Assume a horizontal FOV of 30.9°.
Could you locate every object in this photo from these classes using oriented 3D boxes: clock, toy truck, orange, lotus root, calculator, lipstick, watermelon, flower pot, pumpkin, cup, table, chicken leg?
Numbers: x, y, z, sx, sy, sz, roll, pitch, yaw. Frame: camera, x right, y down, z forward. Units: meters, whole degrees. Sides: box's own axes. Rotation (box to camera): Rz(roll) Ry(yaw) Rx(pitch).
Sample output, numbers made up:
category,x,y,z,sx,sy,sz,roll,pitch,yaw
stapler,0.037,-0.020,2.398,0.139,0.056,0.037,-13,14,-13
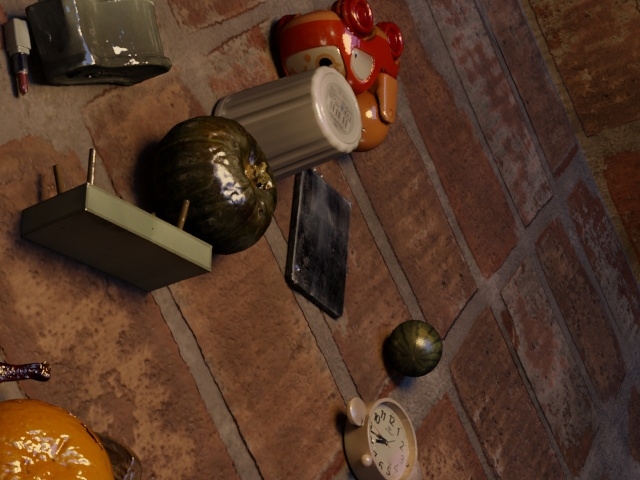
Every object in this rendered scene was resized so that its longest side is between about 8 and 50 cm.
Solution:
category,x,y,z,sx,sy,sz,roll,pitch,yaw
clock,0.102,0.354,2.006,0.229,0.063,0.155,47,41,-30
toy truck,0.041,-0.299,2.140,0.265,0.189,0.239,24,63,-50
orange,-0.329,0.279,1.244,0.219,0.193,0.219,17,27,-9
lotus root,-0.265,0.318,1.411,0.095,0.135,0.159,33,61,-47
calculator,0.000,0.000,2.068,0.161,0.021,0.261,41,43,-41
lipstick,-0.405,-0.245,1.561,0.025,0.025,0.107,10,67,-54
watermelon,0.178,0.198,2.166,0.105,0.105,0.133,69,18,-5
flower pot,-0.312,-0.285,1.652,0.229,0.103,0.108,-14,87,-59
pumpkin,-0.152,-0.085,1.747,0.223,0.157,0.223,52,28,-44
cup,-0.045,-0.209,1.933,0.167,0.202,0.221,51,38,-34
table,-0.269,-0.029,1.569,0.240,0.122,0.111,30,50,-48
chicken leg,-0.404,0.159,1.309,0.205,0.093,0.053,-26,134,-53
